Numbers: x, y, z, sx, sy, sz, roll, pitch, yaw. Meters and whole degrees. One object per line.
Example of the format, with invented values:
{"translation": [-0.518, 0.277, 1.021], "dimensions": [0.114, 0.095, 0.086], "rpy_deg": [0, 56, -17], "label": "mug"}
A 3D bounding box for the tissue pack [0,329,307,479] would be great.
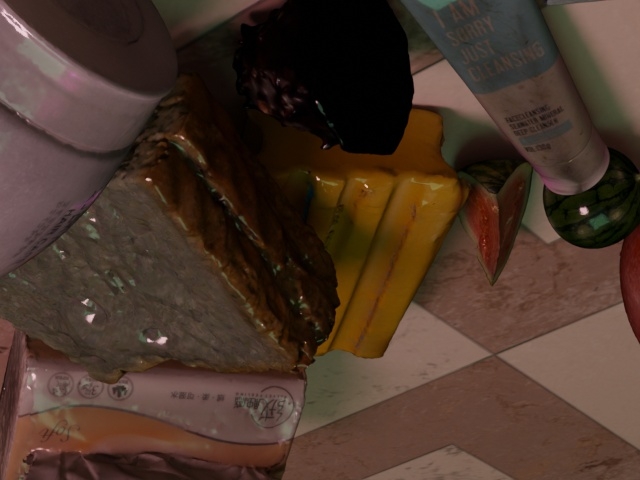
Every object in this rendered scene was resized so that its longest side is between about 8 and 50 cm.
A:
{"translation": [-0.176, 0.207, 1.645], "dimensions": [0.306, 0.238, 0.238], "rpy_deg": [7, 145, -20], "label": "tissue pack"}

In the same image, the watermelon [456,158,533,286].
{"translation": [0.158, -0.037, 1.513], "dimensions": [0.069, 0.087, 0.163], "rpy_deg": [20, 150, 17], "label": "watermelon"}

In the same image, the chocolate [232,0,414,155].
{"translation": [-0.014, -0.135, 1.289], "dimensions": [0.133, 0.156, 0.156], "rpy_deg": [-10, 151, 39], "label": "chocolate"}

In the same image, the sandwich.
{"translation": [-0.178, 0.005, 1.370], "dimensions": [0.325, 0.131, 0.262], "rpy_deg": [-6, 134, 35], "label": "sandwich"}

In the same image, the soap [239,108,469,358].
{"translation": [0.000, 0.000, 1.513], "dimensions": [0.204, 0.096, 0.324], "rpy_deg": [4, 146, -12], "label": "soap"}

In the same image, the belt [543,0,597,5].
{"translation": [0.239, -0.273, 1.106], "dimensions": [0.325, 0.122, 0.260], "rpy_deg": [-6, 155, -2], "label": "belt"}

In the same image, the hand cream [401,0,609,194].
{"translation": [0.167, -0.150, 1.342], "dimensions": [0.111, 0.070, 0.312], "rpy_deg": [-19, 141, 23], "label": "hand cream"}

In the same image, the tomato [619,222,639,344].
{"translation": [0.424, 0.042, 1.512], "dimensions": [0.265, 0.265, 0.265], "rpy_deg": [-4, 147, -3], "label": "tomato"}

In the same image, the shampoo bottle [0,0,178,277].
{"translation": [-0.264, -0.117, 1.123], "dimensions": [0.266, 0.273, 0.273], "rpy_deg": [-38, 137, 20], "label": "shampoo bottle"}

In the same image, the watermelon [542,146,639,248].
{"translation": [0.262, -0.043, 1.487], "dimensions": [0.109, 0.109, 0.109], "rpy_deg": [-4, 147, -3], "label": "watermelon"}
